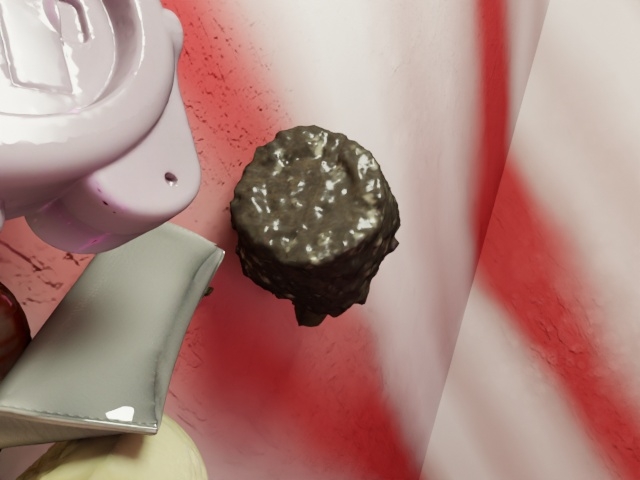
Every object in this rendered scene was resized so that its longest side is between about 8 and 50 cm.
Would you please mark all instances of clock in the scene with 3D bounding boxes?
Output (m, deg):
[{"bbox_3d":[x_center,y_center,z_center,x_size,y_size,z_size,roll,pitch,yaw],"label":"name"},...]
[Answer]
[{"bbox_3d":[-0.235,-0.133,0.321,0.322,0.113,0.295,-5,76,-54],"label":"clock"}]

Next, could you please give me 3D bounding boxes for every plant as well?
[{"bbox_3d":[0.000,0.000,0.817,0.215,0.213,0.312,-60,159,-22],"label":"plant"}]

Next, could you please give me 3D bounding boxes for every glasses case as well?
[{"bbox_3d":[-0.177,0.078,0.512,0.308,0.128,0.083,-86,-173,-62],"label":"glasses case"}]

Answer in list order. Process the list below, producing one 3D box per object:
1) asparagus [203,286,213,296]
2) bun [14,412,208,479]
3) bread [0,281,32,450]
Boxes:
[{"bbox_3d":[-0.194,0.082,0.733,0.163,0.016,0.016,-11,98,-56],"label":"asparagus"},{"bbox_3d":[-0.233,0.310,0.452,0.364,0.202,0.364,-39,-177,3],"label":"bun"},{"bbox_3d":[-0.359,0.093,0.364,0.295,0.114,0.327,-40,140,-43],"label":"bread"}]
